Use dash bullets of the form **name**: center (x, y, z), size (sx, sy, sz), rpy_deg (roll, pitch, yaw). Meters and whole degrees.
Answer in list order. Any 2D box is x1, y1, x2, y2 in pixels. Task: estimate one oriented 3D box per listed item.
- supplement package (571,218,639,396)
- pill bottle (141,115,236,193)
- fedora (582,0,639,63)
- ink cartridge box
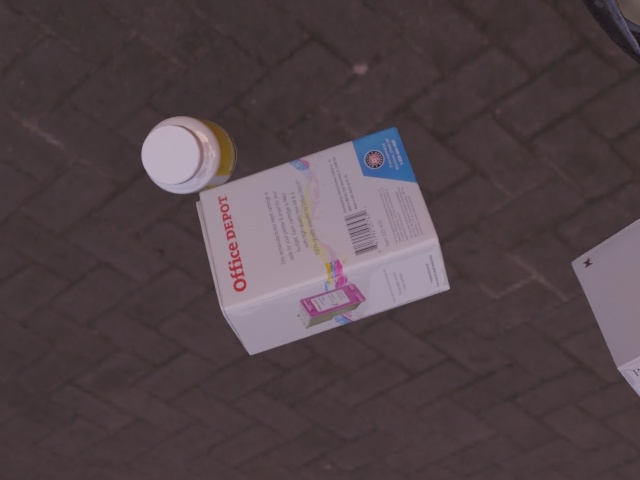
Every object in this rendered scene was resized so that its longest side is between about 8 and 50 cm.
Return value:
- **supplement package**: center (0.349, 0.071, 0.880), size (0.194, 0.149, 0.203), rpy_deg (-35, 118, 18)
- **pill bottle**: center (-0.111, -0.071, 0.922), size (0.065, 0.065, 0.116), rpy_deg (0, -176, 6)
- **fedora**: center (0.271, -0.276, 0.757), size (0.152, 0.334, 0.334), rpy_deg (-11, 139, 37)
- **ink cartridge box**: center (0.000, 0.000, 0.622), size (0.122, 0.088, 0.052), rpy_deg (-18, 143, 2)
